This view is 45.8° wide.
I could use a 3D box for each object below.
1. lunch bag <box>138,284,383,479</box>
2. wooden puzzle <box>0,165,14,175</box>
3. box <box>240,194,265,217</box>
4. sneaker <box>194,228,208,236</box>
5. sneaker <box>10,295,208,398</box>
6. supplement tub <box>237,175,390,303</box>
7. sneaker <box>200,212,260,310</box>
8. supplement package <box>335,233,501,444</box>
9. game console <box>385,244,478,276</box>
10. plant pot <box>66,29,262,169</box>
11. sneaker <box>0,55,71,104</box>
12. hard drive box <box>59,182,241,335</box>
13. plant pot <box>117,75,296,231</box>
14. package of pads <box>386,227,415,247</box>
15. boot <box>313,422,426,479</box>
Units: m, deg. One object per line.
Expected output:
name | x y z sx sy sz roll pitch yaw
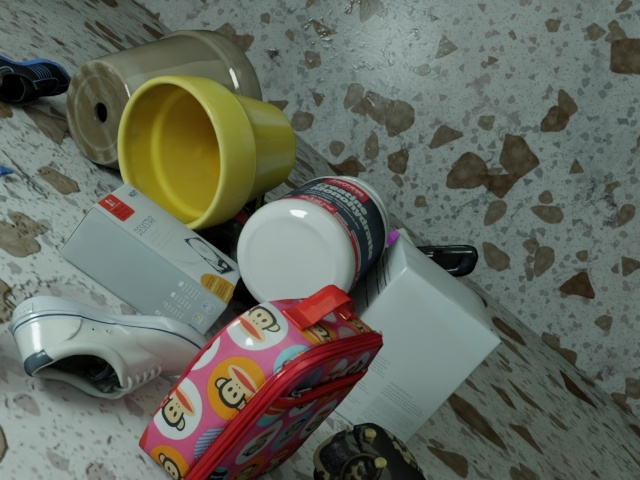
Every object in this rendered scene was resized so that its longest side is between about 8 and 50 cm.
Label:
lunch bag | -0.047 0.157 0.881 0.120 0.258 0.293 43 15 18
wooden puzzle | -0.512 -0.127 1.102 0.116 0.014 0.078 38 18 -3
box | -0.195 -0.139 1.649 0.045 0.184 0.191 -32 64 -31
sneaker | -0.248 -0.014 1.323 0.053 0.061 0.152 47 17 22
sneaker | -0.231 0.138 0.867 0.258 0.094 0.091 19 42 -44
supplement tub | 0.000 0.000 1.250 0.191 0.191 0.272 40 26 6
sneaker | -0.118 0.075 1.309 0.135 0.097 0.276 -16 65 -53
supplement package | 0.130 0.169 1.286 0.199 0.262 0.198 38 14 -8
game console | 0.120 0.054 1.476 0.213 0.361 0.044 -62 142 -51
plant pot | -0.320 -0.249 1.472 0.323 0.323 0.280 44 32 20
sneaker | -0.544 -0.290 1.411 0.090 0.081 0.232 46 22 16
hard drive box | -0.243 0.032 1.131 0.232 0.089 0.181 37 13 -9
plant pot | -0.177 -0.154 1.307 0.254 0.254 0.239 44 31 21
package of pads | 0.107 0.095 1.559 0.296 0.229 0.101 -112 -174 -64
boot | 0.071 0.341 0.851 0.377 0.138 0.284 30 17 -45
